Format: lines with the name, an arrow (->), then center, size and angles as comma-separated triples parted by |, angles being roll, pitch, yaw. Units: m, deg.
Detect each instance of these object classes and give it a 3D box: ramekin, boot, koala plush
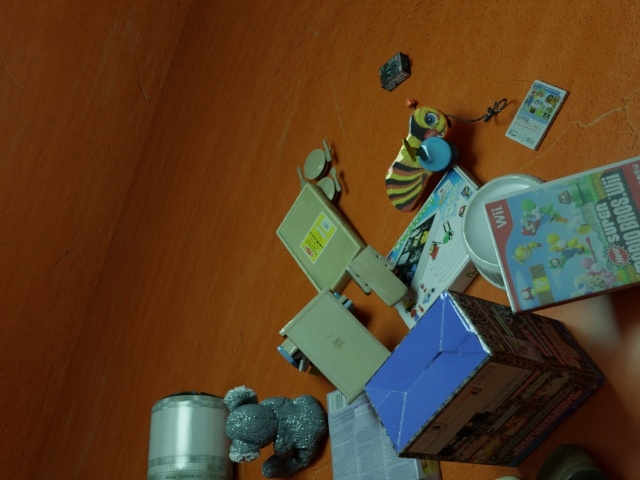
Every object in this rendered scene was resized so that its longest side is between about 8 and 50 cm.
ramekin -> 0.344, -0.019, 1.295 | 0.207, 0.109, 0.207 | -12, 66, 30
boot -> 0.356, 0.460, 1.160 | 0.115, 0.112, 0.305 | -87, 18, -76
koala plush -> -0.121, 0.425, 1.699 | 0.203, 0.221, 0.196 | -34, 49, 42

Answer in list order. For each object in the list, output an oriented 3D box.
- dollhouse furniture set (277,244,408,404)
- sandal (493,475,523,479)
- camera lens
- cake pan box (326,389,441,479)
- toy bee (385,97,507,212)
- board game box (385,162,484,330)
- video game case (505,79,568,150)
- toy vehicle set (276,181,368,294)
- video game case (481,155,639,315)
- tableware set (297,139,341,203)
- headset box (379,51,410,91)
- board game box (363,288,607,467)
dollhouse furniture set -> 0.076, 0.205, 1.609 | 0.286, 0.303, 0.198 | -44, 78, -7
sandal -> 0.247, 0.474, 1.279 | 0.240, 0.079, 0.088 | -46, 41, 39
camera lens -> -0.338, 0.548, 1.947 | 0.219, 0.219, 0.274 | -30, 52, 44
cake pan box -> 0.116, 0.399, 1.519 | 0.267, 0.070, 0.246 | -36, 46, 40
toy bee -> 0.223, -0.213, 1.561 | 0.162, 0.195, 0.298 | 43, 85, 13
board game box -> 0.245, 0.019, 1.516 | 0.305, 0.053, 0.193 | -56, 38, 22
video game case -> 0.415, -0.242, 1.432 | 0.122, 0.011, 0.087 | -63, 35, 13
toy vehicle set -> 0.000, 0.000, 1.837 | 0.166, 0.035, 0.267 | -56, 48, 23
video game case -> 0.418, -0.011, 1.168 | 0.285, 0.025, 0.204 | -16, 64, 13
tableware set -> 0.007, -0.158, 1.939 | 0.128, 0.039, 0.194 | -43, 44, 32
headset box -> 0.184, -0.413, 1.810 | 0.083, 0.032, 0.062 | -34, 50, 44
board game box -> 0.262, 0.229, 1.191 | 0.232, 0.291, 0.141 | -54, 40, 24
